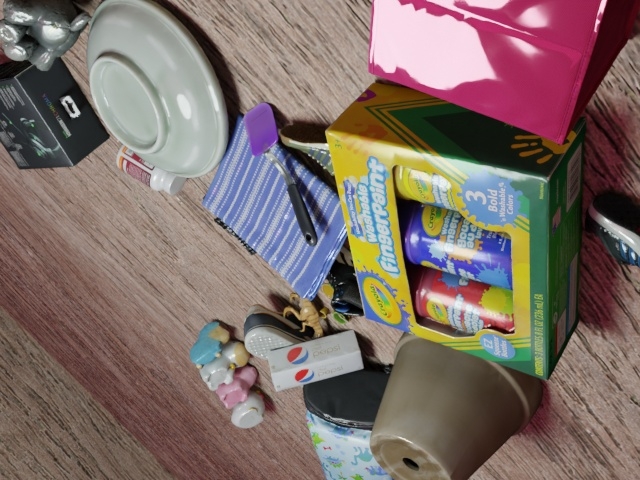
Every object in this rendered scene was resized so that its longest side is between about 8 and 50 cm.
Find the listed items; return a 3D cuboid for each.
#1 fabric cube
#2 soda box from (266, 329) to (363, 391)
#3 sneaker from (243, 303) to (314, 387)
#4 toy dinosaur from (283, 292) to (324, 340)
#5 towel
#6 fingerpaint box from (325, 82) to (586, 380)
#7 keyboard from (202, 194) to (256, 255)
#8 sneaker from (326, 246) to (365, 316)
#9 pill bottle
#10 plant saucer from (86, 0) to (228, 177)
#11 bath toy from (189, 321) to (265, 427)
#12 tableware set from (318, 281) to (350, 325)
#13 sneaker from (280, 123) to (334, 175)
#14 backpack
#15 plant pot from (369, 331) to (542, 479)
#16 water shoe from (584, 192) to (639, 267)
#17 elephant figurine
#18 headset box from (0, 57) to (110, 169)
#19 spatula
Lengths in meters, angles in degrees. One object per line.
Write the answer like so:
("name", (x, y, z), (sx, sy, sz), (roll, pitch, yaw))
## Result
("fabric cube", (0.233, -0.315, 0.926), (0.258, 0.254, 0.259), (25, 142, 19))
("soda box", (-0.013, 0.282, 1.868), (0.216, 0.074, 0.069), (-15, 131, -2))
("sneaker", (-0.060, 0.260, 1.971), (0.126, 0.127, 0.321), (-36, 127, 19))
("toy dinosaur", (-0.033, 0.156, 1.865), (0.112, 0.064, 0.211), (15, 141, 33))
("towel", (-0.091, -0.062, 1.600), (0.336, 0.040, 0.243), (41, 127, 18))
("fingerpaint box", (0.233, -0.011, 1.338), (0.371, 0.163, 0.445), (17, 139, 30))
("keyboard", (-0.206, -0.039, 1.855), (0.180, 0.023, 0.108), (51, 145, -13))
("sneaker", (0.032, 0.081, 1.671), (0.217, 0.121, 0.079), (28, 143, 19))
("pill bottle", (-0.387, -0.168, 1.829), (0.152, 0.086, 0.086), (31, 145, 14))
("plant saucer", (-0.362, -0.290, 1.614), (0.400, 0.100, 0.400), (28, 138, 28))
("bath toy", (-0.251, 0.394, 2.291), (0.129, 0.151, 0.348), (-119, 5, -53))
("tableware set", (0.037, 0.146, 1.825), (0.104, 0.024, 0.154), (40, 146, 2))
("sneaker", (0.012, -0.158, 1.473), (0.192, 0.064, 0.086), (13, 132, 30))
("backpack", (0.114, 0.487, 1.960), (0.290, 0.273, 0.355), (8, 149, 19))
("plant pot", (0.247, 0.356, 1.632), (0.323, 0.280, 0.323), (27, 143, 22))
("water shoe", (0.485, 0.011, 1.190), (0.203, 0.073, 0.080), (50, 163, 26))
("elephant figurine", (-0.562, -0.476, 1.620), (0.186, 0.239, 0.169), (19, 130, -20))
("headset box", (-0.680, -0.308, 1.916), (0.283, 0.131, 0.246), (2, 129, 43))
("spatula", (-0.071, -0.125, 1.528), (0.084, 0.030, 0.296), (-29, 86, 41))
